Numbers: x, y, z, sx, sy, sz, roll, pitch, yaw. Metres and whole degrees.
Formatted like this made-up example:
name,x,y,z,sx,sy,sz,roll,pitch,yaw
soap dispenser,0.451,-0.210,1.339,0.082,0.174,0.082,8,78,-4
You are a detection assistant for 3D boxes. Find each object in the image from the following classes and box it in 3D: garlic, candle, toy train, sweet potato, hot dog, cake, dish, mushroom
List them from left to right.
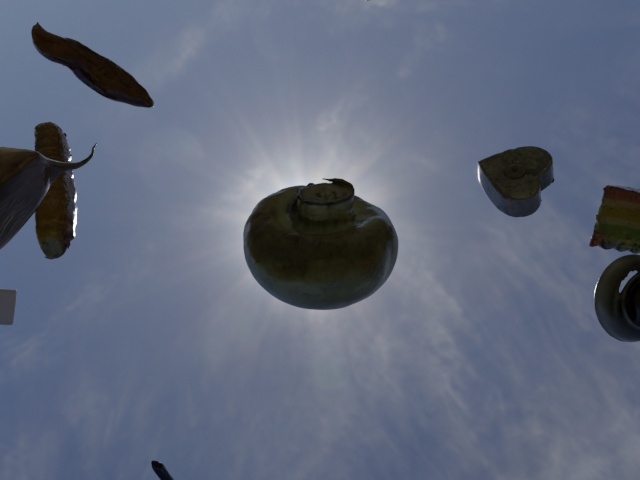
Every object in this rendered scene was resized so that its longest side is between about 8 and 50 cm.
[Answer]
name,x,y,z,sx,sy,sz,roll,pitch,yaw
garlic,-0.448,-0.074,1.203,0.266,0.128,0.148,-38,180,2
hot dog,-0.444,-0.091,1.426,0.068,0.083,0.289,-7,-131,-10
sweet potato,-0.336,-0.251,1.259,0.058,0.202,0.055,-44,-157,41
toy train,-0.259,0.392,1.424,0.017,0.083,0.017,-20,-140,1
mushroom,0.000,0.000,1.843,0.352,0.260,0.352,-1,-151,0
candle,0.446,-0.144,1.982,0.168,0.068,0.192,15,-129,24
cake,0.554,-0.036,1.497,0.225,0.109,0.090,9,-163,-23
dish,0.507,0.094,1.326,0.141,0.141,0.078,-36,-169,-12

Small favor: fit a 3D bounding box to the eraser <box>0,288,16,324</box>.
name,x,y,z,sx,sy,sz,roll,pitch,yaw
eraser,-0.766,0.127,1.739,0.076,0.298,0.078,4,-94,31
